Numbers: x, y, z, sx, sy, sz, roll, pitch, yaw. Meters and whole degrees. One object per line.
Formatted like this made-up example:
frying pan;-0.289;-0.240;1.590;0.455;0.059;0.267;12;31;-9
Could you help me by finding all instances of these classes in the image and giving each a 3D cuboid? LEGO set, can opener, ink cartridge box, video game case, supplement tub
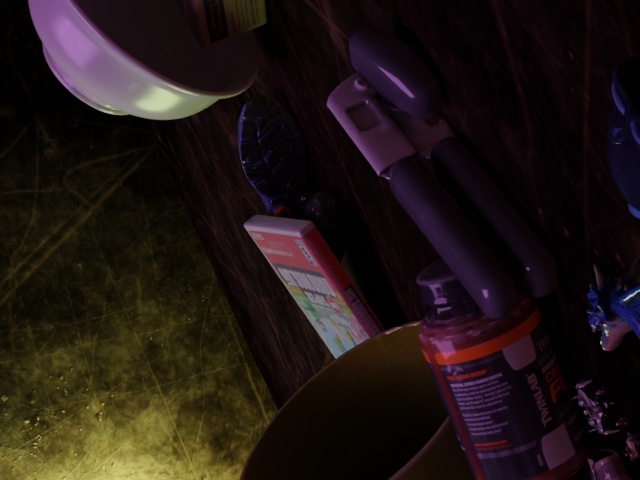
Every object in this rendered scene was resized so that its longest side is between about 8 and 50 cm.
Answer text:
LEGO set;0.221;0.140;1.261;0.083;0.023;0.054;47;159;60
can opener;0.091;-0.064;1.290;0.283;0.076;0.095;55;167;38
ink cartridge box;-0.150;-0.362;1.767;0.234;0.088;0.193;61;170;26
video game case;0.023;0.092;1.926;0.285;0.025;0.204;56;165;-14
supplement tub;0.147;0.107;1.331;0.198;0.106;0.106;67;170;-14

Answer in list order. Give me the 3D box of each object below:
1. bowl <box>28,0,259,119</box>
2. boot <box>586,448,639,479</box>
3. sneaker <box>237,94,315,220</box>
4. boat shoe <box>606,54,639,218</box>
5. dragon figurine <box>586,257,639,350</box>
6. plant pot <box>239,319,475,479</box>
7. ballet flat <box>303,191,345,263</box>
bowl;-0.226;-0.240;1.846;0.298;0.134;0.298;30;-146;-23
boot;0.241;0.214;1.312;0.118;0.042;0.087;127;124;-77
sneaker;-0.056;-0.085;1.975;0.087;0.083;0.221;-125;15;-55
boat shoe;0.187;-0.048;0.764;0.258;0.109;0.089;-161;50;-73
dragon figurine;0.218;0.043;0.869;0.144;0.085;0.289;62;171;15
plant pot;0.115;0.277;1.559;0.293;0.275;0.275;52;175;-21
ballet flat;0.000;0.000;1.934;0.173;0.057;0.049;89;-173;-61
